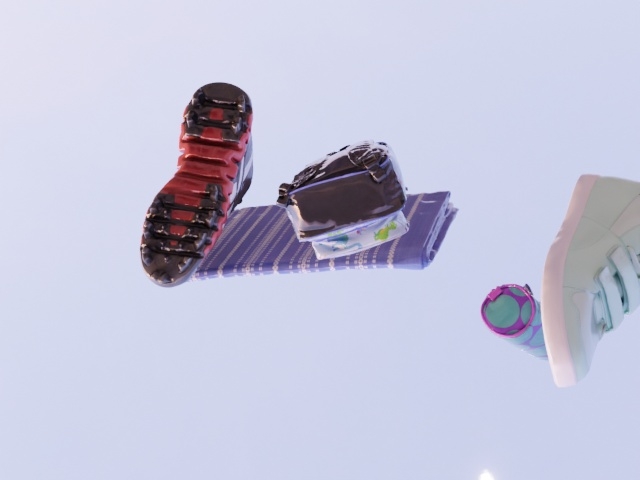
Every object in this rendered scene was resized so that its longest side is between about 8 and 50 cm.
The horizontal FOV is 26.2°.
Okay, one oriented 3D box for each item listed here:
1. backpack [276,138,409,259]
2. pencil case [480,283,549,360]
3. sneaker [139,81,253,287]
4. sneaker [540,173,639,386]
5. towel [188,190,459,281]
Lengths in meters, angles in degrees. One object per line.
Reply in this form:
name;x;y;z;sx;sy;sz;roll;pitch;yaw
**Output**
backpack;0.024;-0.035;1.184;0.105;0.084;0.114;-18;-165;8
pencil case;0.238;0.093;1.561;0.064;0.152;0.070;-31;-118;17
sneaker;-0.146;-0.055;1.720;0.098;0.135;0.276;12;-113;10
sneaker;0.292;0.030;1.264;0.151;0.094;0.256;2;-135;24
towel;0.000;0.000;1.793;0.336;0.040;0.243;-4;-160;16
